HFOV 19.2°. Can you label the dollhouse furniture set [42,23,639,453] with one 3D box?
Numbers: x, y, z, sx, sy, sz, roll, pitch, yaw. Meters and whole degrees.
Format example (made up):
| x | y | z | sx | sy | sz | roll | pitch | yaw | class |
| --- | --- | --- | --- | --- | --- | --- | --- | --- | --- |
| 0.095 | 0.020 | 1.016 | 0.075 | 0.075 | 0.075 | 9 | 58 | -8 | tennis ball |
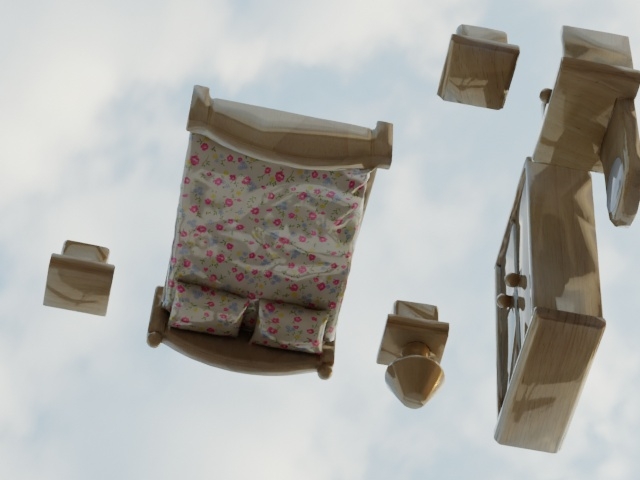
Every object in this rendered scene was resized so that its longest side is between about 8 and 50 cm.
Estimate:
| x | y | z | sx | sy | sz | roll | pitch | yaw | class |
| --- | --- | --- | --- | --- | --- | --- | --- | --- | --- |
| 0.000 | 0.000 | 1.231 | 0.355 | 0.303 | 0.174 | 10 | -141 | -4 | dollhouse furniture set |
